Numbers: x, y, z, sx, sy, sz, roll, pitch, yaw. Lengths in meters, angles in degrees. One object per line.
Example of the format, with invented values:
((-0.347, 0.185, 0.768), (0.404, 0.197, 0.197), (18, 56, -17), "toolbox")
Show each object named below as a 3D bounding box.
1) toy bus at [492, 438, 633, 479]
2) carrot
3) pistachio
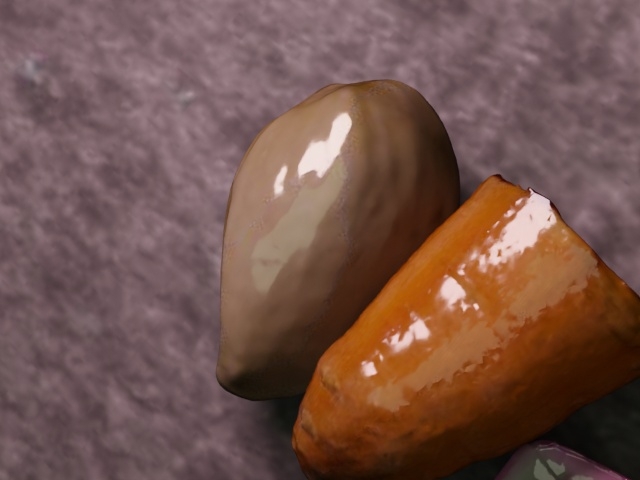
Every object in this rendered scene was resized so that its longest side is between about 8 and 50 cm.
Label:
((0.220, 0.221, 0.812), (0.274, 0.090, 0.112), (24, 85, 21), "toy bus")
((0.081, 0.079, 0.819), (0.225, 0.159, 0.159), (-38, 72, -3), "carrot")
((0.000, 0.000, 0.893), (0.153, 0.138, 0.238), (35, 95, 3), "pistachio")
